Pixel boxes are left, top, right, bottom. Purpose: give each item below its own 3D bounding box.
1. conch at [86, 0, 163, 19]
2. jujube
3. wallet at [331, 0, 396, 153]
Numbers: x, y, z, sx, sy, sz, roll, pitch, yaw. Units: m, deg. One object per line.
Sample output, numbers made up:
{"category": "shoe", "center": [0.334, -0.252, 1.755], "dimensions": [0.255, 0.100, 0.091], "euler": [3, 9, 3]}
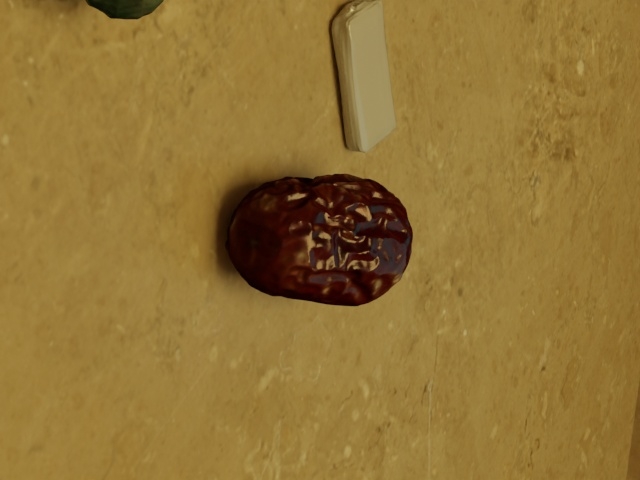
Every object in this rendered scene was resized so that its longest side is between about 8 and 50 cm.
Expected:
{"category": "conch", "center": [-0.143, -0.289, 1.154], "dimensions": [0.277, 0.220, 0.195], "euler": [-2, 103, -17]}
{"category": "jujube", "center": [0.000, 0.000, 1.513], "dimensions": [0.230, 0.155, 0.155], "euler": [-1, 100, -51]}
{"category": "wallet", "center": [0.054, -0.205, 1.640], "dimensions": [0.095, 0.033, 0.190], "euler": [-44, 135, -45]}
